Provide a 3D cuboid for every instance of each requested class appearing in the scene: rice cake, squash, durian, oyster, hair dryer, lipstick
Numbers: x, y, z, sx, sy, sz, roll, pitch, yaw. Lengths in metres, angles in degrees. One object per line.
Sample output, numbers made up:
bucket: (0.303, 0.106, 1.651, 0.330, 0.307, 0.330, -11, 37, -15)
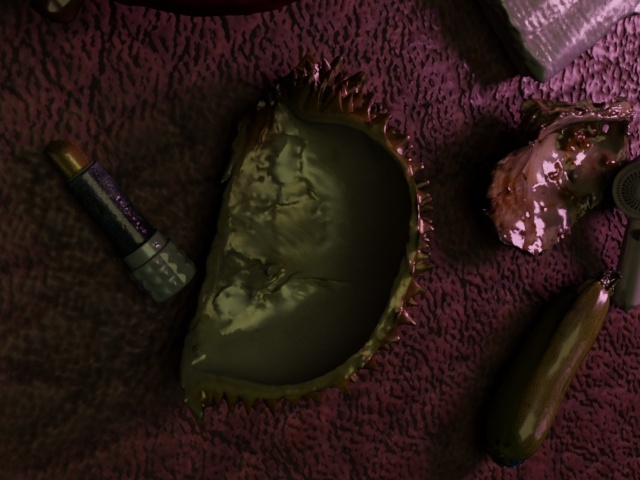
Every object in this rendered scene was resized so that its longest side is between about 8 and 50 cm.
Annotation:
rice cake: (0.215, -0.232, 0.769, 0.237, 0.043, 0.127, -44, 113, -20)
squash: (0.181, 0.094, 0.759, 0.052, 0.052, 0.183, 41, 74, -24)
durian: (0.000, 0.000, 0.614, 0.139, 0.144, 0.252, 13, 88, -17)
oyster: (0.187, -0.064, 0.754, 0.177, 0.056, 0.105, -41, 122, -21)
hair dryer: (0.265, -0.005, 0.801, 0.082, 0.047, 0.137, -25, 125, -57)
lipstick: (-0.124, -0.015, 0.593, 0.037, 0.037, 0.116, -43, 107, -21)

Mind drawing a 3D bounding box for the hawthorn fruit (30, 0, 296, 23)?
hawthorn fruit: (-0.050, -0.235, 0.503, 0.265, 0.265, 0.307, 40, 87, -25)
